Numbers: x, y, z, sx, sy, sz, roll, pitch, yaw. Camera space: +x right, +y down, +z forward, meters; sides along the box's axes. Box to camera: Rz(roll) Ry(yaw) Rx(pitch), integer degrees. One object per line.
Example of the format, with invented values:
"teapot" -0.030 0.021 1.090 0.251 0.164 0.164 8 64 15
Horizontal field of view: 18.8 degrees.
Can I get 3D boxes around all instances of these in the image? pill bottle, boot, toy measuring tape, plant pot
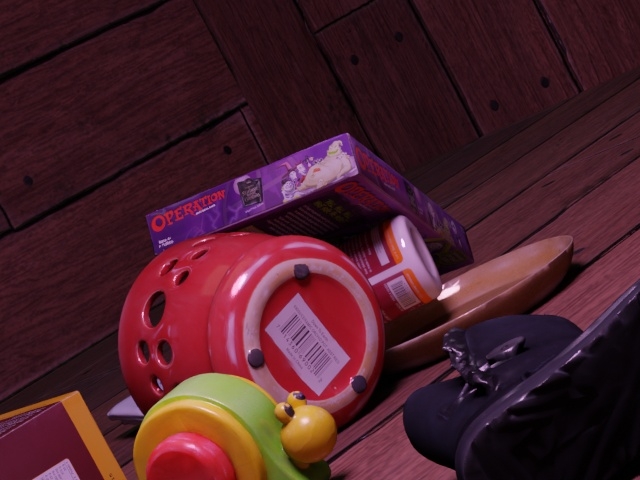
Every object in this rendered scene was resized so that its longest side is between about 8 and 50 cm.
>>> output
"pill bottle" 0.029 0.045 1.790 0.152 0.086 0.086 -27 5 11
"boot" 0.166 0.065 1.130 0.246 0.094 0.207 -34 9 -1
"toy measuring tape" -0.127 0.180 1.469 0.330 0.121 0.121 -25 5 31
"plant pot" 0.128 0.064 1.745 0.236 0.032 0.236 -27 4 2
"plant pot" -0.049 0.083 1.638 0.191 0.191 0.174 -31 12 -33

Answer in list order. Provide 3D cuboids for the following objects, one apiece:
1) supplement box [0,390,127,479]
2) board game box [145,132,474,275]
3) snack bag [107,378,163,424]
"supplement box" -0.291 0.241 1.654 0.194 0.129 0.191 -31 6 -33
"board game box" 0.000 0.000 1.860 0.208 0.056 0.347 -17 -20 16
"snack bag" -0.051 0.122 2.129 0.323 0.037 0.342 -31 8 -21
